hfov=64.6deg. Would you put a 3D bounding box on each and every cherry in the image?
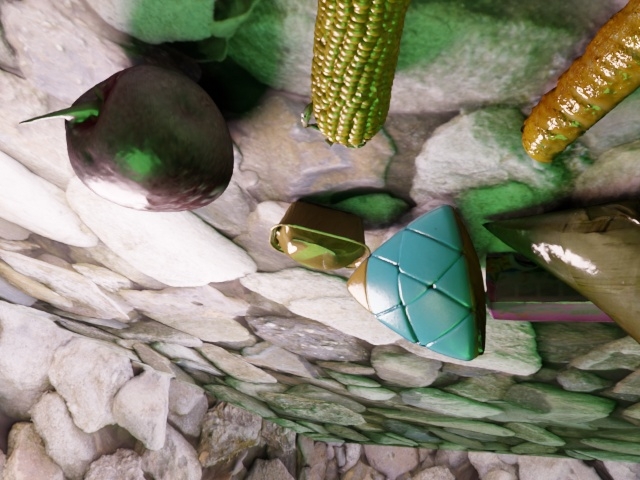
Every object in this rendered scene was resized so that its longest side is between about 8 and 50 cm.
[{"bbox_3d":[-0.229,-0.132,0.685,0.213,0.183,0.266,0,164,37],"label":"cherry"}]

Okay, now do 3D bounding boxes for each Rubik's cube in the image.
[{"bbox_3d":[0.154,0.046,0.837,0.254,0.254,0.254,10,149,6],"label":"Rubik's cube"}]

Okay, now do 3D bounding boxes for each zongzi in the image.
[{"bbox_3d":[0.451,0.106,0.705,0.393,0.356,0.174,-11,-175,41],"label":"zongzi"}]

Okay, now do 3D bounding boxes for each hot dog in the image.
[{"bbox_3d":[0.299,-0.182,0.505,0.068,0.083,0.289,35,148,0],"label":"hot dog"}]

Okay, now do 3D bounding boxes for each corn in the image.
[{"bbox_3d":[0.039,-0.218,0.524,0.106,0.106,0.293,11,145,3],"label":"corn"}]

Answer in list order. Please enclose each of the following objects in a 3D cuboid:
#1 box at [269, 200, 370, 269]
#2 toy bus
[{"bbox_3d":[0.000,0.000,0.890,0.177,0.111,0.111,15,150,-2],"label":"box"},{"bbox_3d":[0.424,0.077,0.856,0.274,0.112,0.090,-4,138,26],"label":"toy bus"}]
